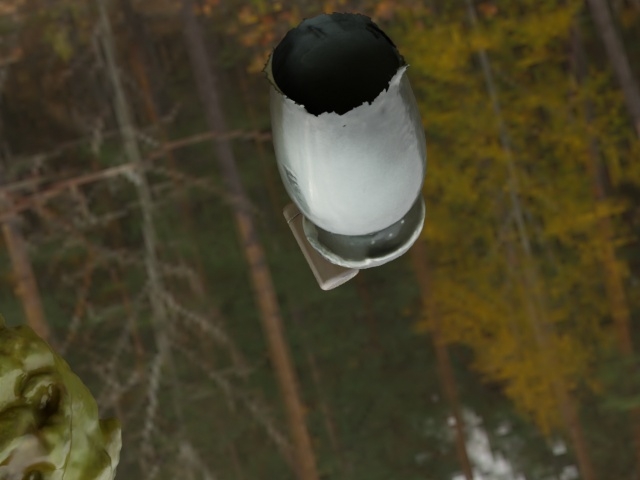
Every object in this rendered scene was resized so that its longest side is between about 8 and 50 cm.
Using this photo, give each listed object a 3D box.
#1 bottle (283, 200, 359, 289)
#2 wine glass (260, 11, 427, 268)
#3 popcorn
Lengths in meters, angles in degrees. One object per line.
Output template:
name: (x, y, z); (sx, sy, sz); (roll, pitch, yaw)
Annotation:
bottle: (0.000, 0.000, 1.764); (0.045, 0.096, 0.045); (-27, 172, -4)
wine glass: (0.021, -0.069, 1.247); (0.111, 0.111, 0.204); (-15, 146, -2)
popcorn: (-0.341, 0.204, 1.767); (0.235, 0.250, 0.242); (-34, -177, -4)
